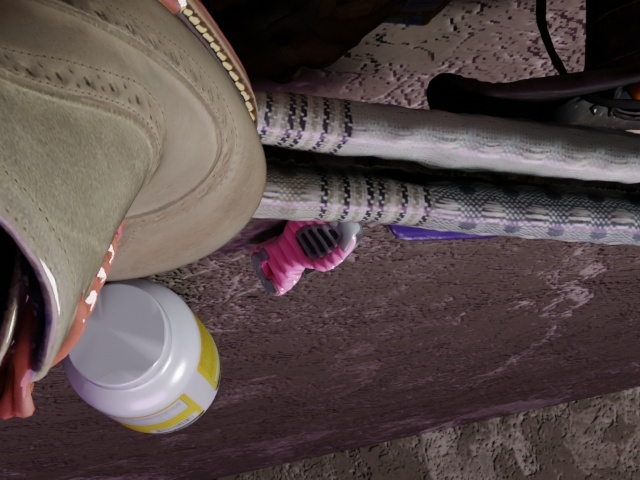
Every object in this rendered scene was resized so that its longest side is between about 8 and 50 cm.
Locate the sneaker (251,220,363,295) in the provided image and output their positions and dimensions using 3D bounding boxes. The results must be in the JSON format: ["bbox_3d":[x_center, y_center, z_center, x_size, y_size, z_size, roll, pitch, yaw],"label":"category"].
[{"bbox_3d":[0.000,0.000,1.220,0.057,0.047,0.119,-23,178,-35],"label":"sneaker"}]

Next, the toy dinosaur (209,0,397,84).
[{"bbox_3d":[-0.006,-0.093,0.774,0.112,0.064,0.211,-6,165,-29],"label":"toy dinosaur"}]

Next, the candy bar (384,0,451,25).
[{"bbox_3d":[0.061,-0.131,0.773,0.040,0.018,0.161,-3,165,-20],"label":"candy bar"}]

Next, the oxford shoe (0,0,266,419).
[{"bbox_3d":[-0.096,-0.006,0.399,0.123,0.130,0.348,-39,162,18],"label":"oxford shoe"}]

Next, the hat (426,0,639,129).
[{"bbox_3d":[0.195,-0.119,0.704,0.331,0.133,0.331,-1,179,0],"label":"hat"}]

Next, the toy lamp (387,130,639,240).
[{"bbox_3d":[0.168,-0.059,1.034,0.275,0.080,0.080,-15,166,16],"label":"toy lamp"}]

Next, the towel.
[{"bbox_3d":[-0.024,-0.041,0.764,0.324,0.056,0.312,3,-177,-12],"label":"towel"}]

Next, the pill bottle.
[{"bbox_3d":[-0.136,0.085,1.300,0.103,0.103,0.184,-13,166,2],"label":"pill bottle"}]
